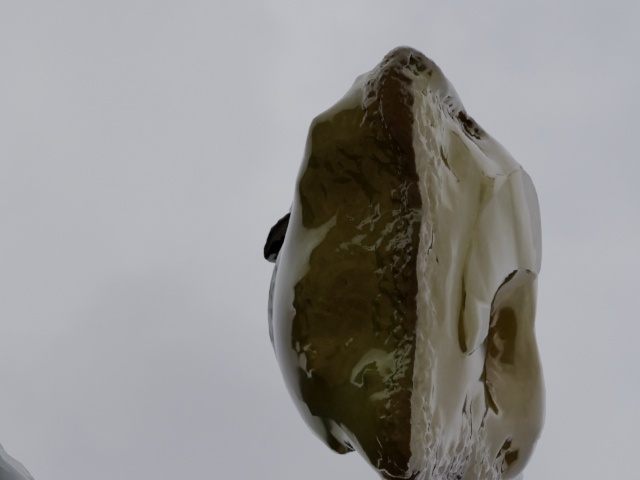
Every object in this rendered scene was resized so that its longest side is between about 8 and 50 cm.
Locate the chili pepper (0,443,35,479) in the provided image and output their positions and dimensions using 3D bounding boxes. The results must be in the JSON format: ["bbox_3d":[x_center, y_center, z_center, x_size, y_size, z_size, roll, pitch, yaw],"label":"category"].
[{"bbox_3d":[-0.091,0.179,0.520,0.385,0.167,0.213,35,-6,35],"label":"chili pepper"}]

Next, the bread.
[{"bbox_3d":[0.042,0.026,0.629,0.088,0.233,0.160,4,-100,23],"label":"bread"}]

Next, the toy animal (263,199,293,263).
[{"bbox_3d":[-0.003,-0.002,1.110,0.117,0.210,0.121,10,-70,-23],"label":"toy animal"}]
